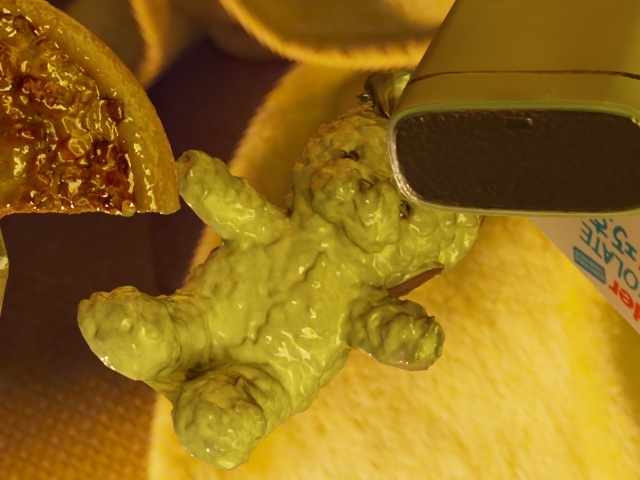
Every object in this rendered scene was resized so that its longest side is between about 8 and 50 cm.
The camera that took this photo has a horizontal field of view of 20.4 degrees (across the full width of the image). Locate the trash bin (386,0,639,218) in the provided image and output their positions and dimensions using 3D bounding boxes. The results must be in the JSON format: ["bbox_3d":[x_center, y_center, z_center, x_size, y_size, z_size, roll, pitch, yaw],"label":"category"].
[{"bbox_3d":[0.101,-0.069,0.760,0.116,0.059,0.130,3,37,21],"label":"trash bin"}]

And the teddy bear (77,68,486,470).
[{"bbox_3d":[0.000,0.000,1.749,0.362,0.327,0.375,-50,-12,16],"label":"teddy bear"}]

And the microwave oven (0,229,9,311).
[{"bbox_3d":[-0.290,0.003,0.872,0.240,0.145,0.194,-13,-13,-18],"label":"microwave oven"}]

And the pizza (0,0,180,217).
[{"bbox_3d":[-0.274,-0.096,1.637,0.229,0.289,0.081,-39,10,1],"label":"pizza"}]

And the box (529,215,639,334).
[{"bbox_3d":[0.203,-0.070,1.214,0.048,0.265,0.273,-29,56,-21],"label":"box"}]
